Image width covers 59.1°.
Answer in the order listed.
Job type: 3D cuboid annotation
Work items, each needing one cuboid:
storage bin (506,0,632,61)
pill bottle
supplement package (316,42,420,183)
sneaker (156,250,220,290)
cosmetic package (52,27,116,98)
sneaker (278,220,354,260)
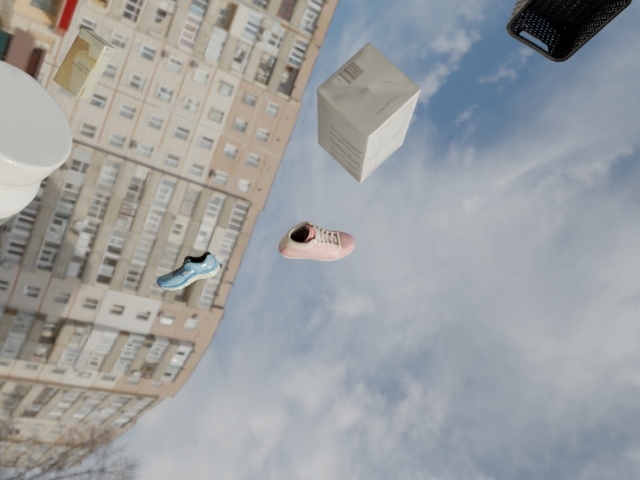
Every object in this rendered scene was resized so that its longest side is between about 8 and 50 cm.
[{"bbox_3d":[0.398,-0.386,0.897,0.084,0.122,0.180,-64,-174,-20],"label":"storage bin"},{"bbox_3d":[-0.546,-0.091,0.813,0.361,0.204,0.204,-27,-131,23],"label":"pill bottle"},{"bbox_3d":[0.085,-0.237,1.107,0.139,0.134,0.244,-43,170,-10],"label":"supplement package"},{"bbox_3d":[-0.345,0.070,1.450,0.063,0.162,0.073,-128,-161,-54],"label":"sneaker"},{"bbox_3d":[-0.438,-0.327,1.049,0.115,0.060,0.041,-54,179,14],"label":"cosmetic package"},{"bbox_3d":[0.000,0.000,0.947,0.070,0.134,0.051,116,-32,-62],"label":"sneaker"}]
